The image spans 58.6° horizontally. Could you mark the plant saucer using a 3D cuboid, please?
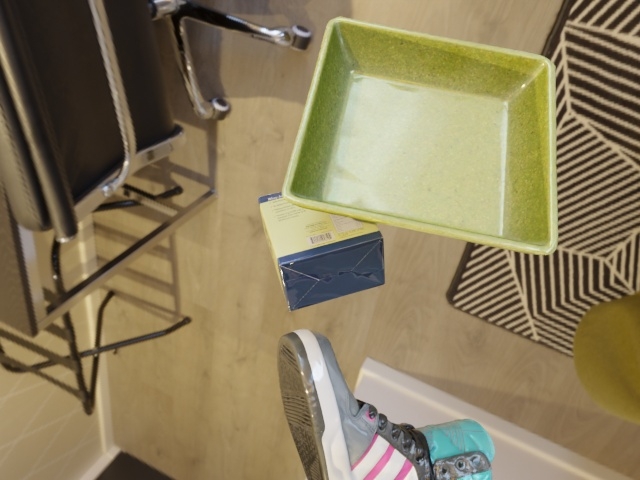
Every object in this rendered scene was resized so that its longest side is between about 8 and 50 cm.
[{"bbox_3d":[0.080,-0.078,0.440,0.188,0.188,0.045,12,151,2],"label":"plant saucer"}]

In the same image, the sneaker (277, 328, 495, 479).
[{"bbox_3d":[0.077,0.202,0.566,0.124,0.178,0.296,9,118,68],"label":"sneaker"}]

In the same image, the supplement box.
[{"bbox_3d":[0.000,0.000,0.468,0.083,0.083,0.056,-15,134,-7],"label":"supplement box"}]
